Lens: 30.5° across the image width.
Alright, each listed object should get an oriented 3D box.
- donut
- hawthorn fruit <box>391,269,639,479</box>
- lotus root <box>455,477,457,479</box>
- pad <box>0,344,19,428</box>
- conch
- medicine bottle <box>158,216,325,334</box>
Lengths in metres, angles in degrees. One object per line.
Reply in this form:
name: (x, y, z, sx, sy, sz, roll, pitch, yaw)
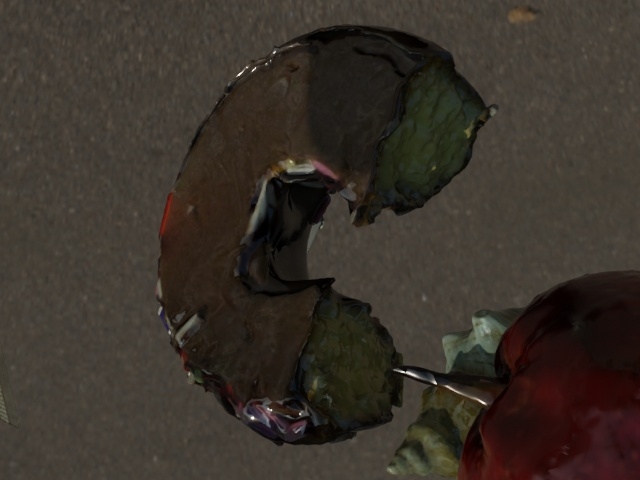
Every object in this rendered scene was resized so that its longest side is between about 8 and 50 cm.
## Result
donut: (-0.014, -0.009, 0.991, 0.259, 0.345, 0.136, 14, 176, 45)
hawthorn fruit: (0.190, 0.133, 0.772, 0.300, 0.254, 0.254, 19, 132, 6)
lotus root: (0.284, 0.368, 1.770, 0.154, 0.154, 0.278, -14, 108, 9)
pad: (-0.412, 0.055, 1.310, 0.055, 0.250, 0.323, -33, 97, -20)
conch: (0.224, 0.141, 1.304, 0.169, 0.386, 0.203, 48, 160, -6)
medicine bottle: (-0.107, 0.033, 1.546, 0.171, 0.052, 0.201, -2, 133, -33)
